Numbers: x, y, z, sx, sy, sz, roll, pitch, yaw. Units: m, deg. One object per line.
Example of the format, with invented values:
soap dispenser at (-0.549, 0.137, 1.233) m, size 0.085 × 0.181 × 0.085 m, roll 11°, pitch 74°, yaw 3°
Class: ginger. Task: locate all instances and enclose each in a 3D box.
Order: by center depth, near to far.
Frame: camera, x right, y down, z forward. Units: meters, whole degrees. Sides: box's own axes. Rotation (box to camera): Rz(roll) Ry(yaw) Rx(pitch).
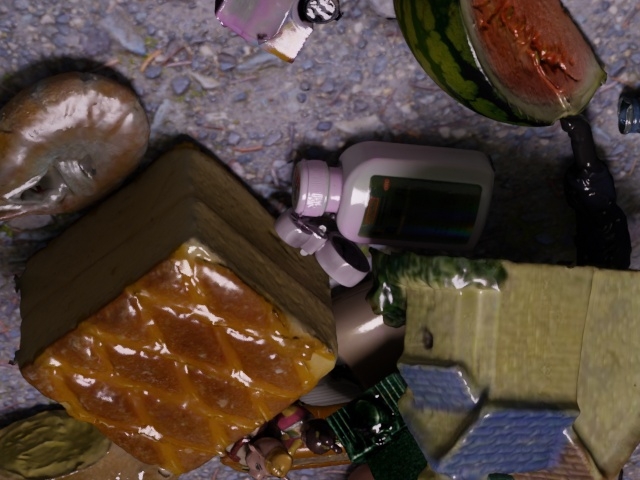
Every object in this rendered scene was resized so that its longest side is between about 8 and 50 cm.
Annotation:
ginger at (-0.306, 0.310, 1.999) m, size 0.276 × 0.130 × 0.221 m, roll -10°, pitch 139°, yaw 9°

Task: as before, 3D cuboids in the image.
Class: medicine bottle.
medicine bottle at (0.080, -0.052, 1.770) m, size 0.219 × 0.078 × 0.115 m, roll 4°, pitch 124°, yaw -11°

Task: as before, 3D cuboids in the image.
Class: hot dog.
hot dog at (-0.010, 0.257, 2.026) m, size 0.250 × 0.068 × 0.100 m, roll -8°, pitch 131°, yaw 0°

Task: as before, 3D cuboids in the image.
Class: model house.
model house at (0.196, 0.145, 1.750) m, size 0.321 × 0.266 × 0.261 m, roll 4°, pitch 177°, yaw -36°

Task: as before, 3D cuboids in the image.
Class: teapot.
teapot at (0.374, -0.142, 1.758) m, size 0.083 × 0.063 × 0.049 m, roll -1°, pitch 98°, yaw -3°

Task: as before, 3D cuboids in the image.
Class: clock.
clock at (0.000, 0.000, 1.799) m, size 0.129 × 0.087 × 0.041 m, roll 33°, pitch 115°, yaw -28°

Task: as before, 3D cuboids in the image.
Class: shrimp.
shrimp at (-0.318, -0.065, 1.716) m, size 0.317 × 0.077 × 0.168 m, roll -39°, pitch 126°, yaw 20°

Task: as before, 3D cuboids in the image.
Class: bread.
bread at (-0.159, 0.086, 1.774) m, size 0.279 × 0.207 × 0.279 m, roll -33°, pitch 125°, yaw 19°

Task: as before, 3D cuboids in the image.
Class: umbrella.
umbrella at (0.317, -0.050, 1.808) m, size 0.071 × 0.071 × 0.248 m, roll -13°, pitch 131°, yaw 4°

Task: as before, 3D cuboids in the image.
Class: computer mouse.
computer mouse at (0.059, 0.123, 1.914) m, size 0.237 × 0.082 × 0.145 m, roll -25°, pitch 129°, yaw 12°

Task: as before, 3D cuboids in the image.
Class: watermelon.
watermelon at (0.174, -0.200, 1.624) m, size 0.159 × 0.128 × 0.303 m, roll -31°, pitch 127°, yaw 17°

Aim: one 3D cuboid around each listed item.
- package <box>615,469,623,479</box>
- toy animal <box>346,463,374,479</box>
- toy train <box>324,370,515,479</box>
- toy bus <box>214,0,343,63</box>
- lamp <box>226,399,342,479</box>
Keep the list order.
package at (0.316, 0.423, 2.212) m, size 0.204 × 0.062 × 0.250 m, roll -2°, pitch 126°, yaw -7°
toy animal at (0.109, 0.438, 2.044) m, size 0.269 × 0.326 × 0.237 m, roll 4°, pitch 175°, yaw -42°
toy train at (0.155, 0.252, 1.911) m, size 0.138 × 0.178 × 0.330 m, roll -38°, pitch 153°, yaw 27°
toy bus at (0.000, -0.309, 1.539) m, size 0.112 × 0.090 × 0.274 m, roll 24°, pitch 122°, yaw -17°
lamp at (-0.064, 0.226, 1.877) m, size 0.118 × 0.253 × 0.118 m, roll -11°, pitch 115°, yaw -25°
